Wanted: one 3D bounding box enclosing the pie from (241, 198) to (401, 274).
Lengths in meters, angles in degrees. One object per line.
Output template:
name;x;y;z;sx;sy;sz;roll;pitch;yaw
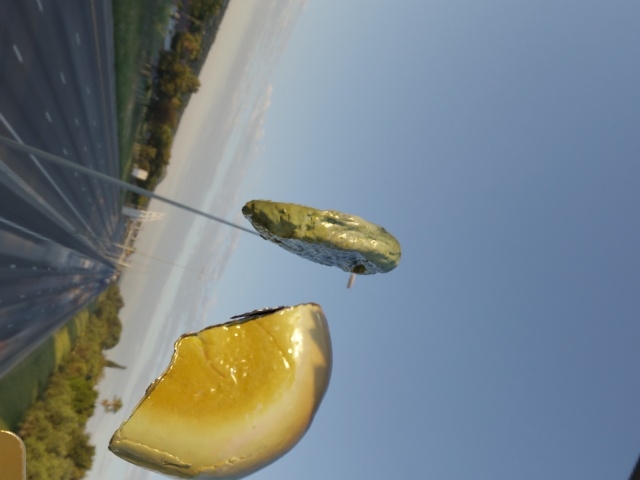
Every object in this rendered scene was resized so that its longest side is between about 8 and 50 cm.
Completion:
pie;0.000;0.000;0.818;0.277;0.276;0.079;171;-67;-68

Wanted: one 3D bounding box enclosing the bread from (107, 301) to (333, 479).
bread;-0.095;0.183;0.544;0.158;0.260;0.156;110;-38;-58

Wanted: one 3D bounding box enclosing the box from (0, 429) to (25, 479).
box;-0.415;0.285;0.489;0.090;0.200;0.145;-42;-123;50
